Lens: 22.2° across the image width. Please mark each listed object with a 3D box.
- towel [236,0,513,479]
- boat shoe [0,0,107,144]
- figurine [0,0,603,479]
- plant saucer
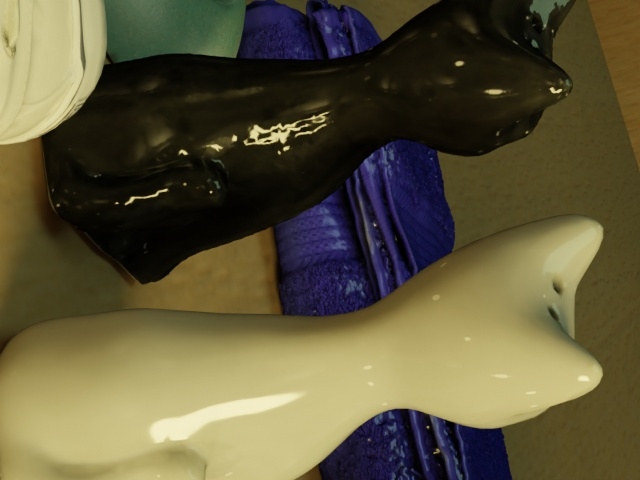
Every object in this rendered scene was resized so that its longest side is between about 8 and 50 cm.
[{"bbox_3d":[0.047,0.031,0.909,0.227,0.076,0.308,27,49,-65],"label":"towel"},{"bbox_3d":[-0.141,-0.157,0.510,0.088,0.096,0.268,-45,125,-75],"label":"boat shoe"},{"bbox_3d":[0.000,0.000,0.582,0.215,0.209,0.092,-89,154,-44],"label":"figurine"},{"bbox_3d":[-0.075,-0.154,0.780,0.195,0.037,0.195,-17,90,-73],"label":"plant saucer"}]
